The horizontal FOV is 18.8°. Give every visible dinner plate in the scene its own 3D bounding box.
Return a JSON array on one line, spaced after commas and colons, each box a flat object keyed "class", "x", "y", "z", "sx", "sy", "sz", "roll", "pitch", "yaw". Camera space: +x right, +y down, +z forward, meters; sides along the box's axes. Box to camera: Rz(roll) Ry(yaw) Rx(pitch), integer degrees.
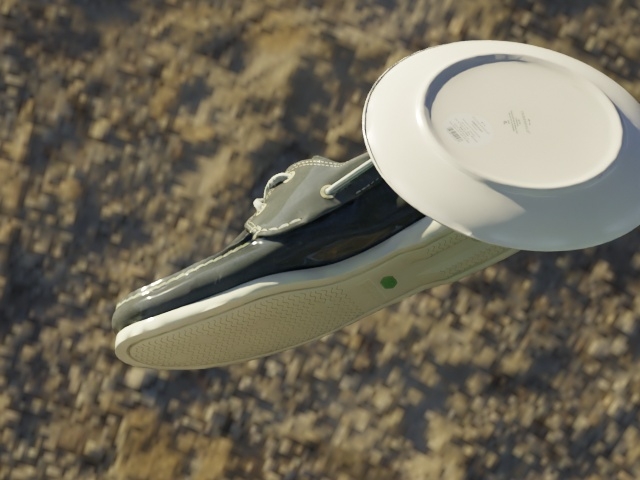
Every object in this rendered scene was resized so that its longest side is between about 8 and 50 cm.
[{"class": "dinner plate", "x": 0.089, "y": -0.050, "z": 0.871, "sx": 0.141, "sy": 0.017, "sz": 0.141, "roll": 4, "pitch": 44, "yaw": -4}]

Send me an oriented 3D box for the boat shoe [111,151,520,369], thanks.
[{"class": "boat shoe", "x": 0.000, "y": 0.000, "z": 0.979, "sx": 0.233, "sy": 0.084, "sz": 0.079, "roll": -24, "pitch": 65, "yaw": 0}]
